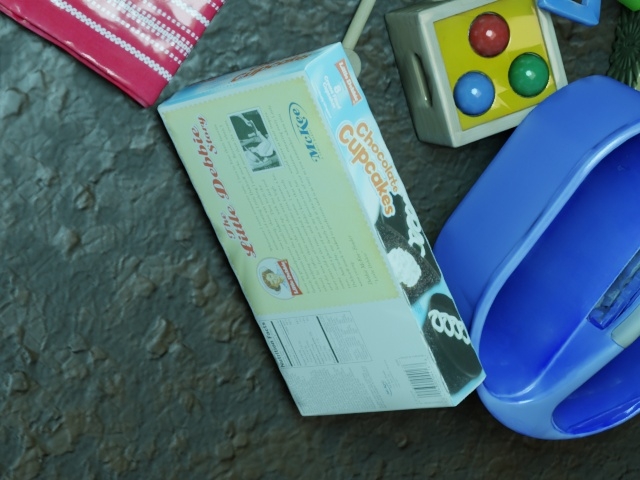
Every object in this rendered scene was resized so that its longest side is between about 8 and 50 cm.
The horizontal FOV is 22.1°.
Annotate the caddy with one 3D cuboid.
[{"bbox_3d":[0.259,0.020,1.477,0.241,0.179,0.341,29,103,-31],"label":"caddy"}]

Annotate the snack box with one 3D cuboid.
[{"bbox_3d":[0.000,0.000,1.419,0.060,0.187,0.322,-39,111,-43],"label":"snack box"}]

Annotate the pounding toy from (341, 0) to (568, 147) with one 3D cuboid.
[{"bbox_3d":[0.104,-0.178,1.484,0.206,0.094,0.181,-20,104,-17],"label":"pounding toy"}]

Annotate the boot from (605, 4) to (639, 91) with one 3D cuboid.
[{"bbox_3d":[0.415,-0.154,1.610,0.270,0.089,0.236,13,105,-20],"label":"boot"}]

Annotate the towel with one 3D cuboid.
[{"bbox_3d":[-0.151,-0.275,1.413,0.199,0.031,0.275,36,84,-21],"label":"towel"}]

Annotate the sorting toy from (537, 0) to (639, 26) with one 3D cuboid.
[{"bbox_3d":[0.230,-0.360,1.514,0.196,0.047,0.347,0,80,-31],"label":"sorting toy"}]
